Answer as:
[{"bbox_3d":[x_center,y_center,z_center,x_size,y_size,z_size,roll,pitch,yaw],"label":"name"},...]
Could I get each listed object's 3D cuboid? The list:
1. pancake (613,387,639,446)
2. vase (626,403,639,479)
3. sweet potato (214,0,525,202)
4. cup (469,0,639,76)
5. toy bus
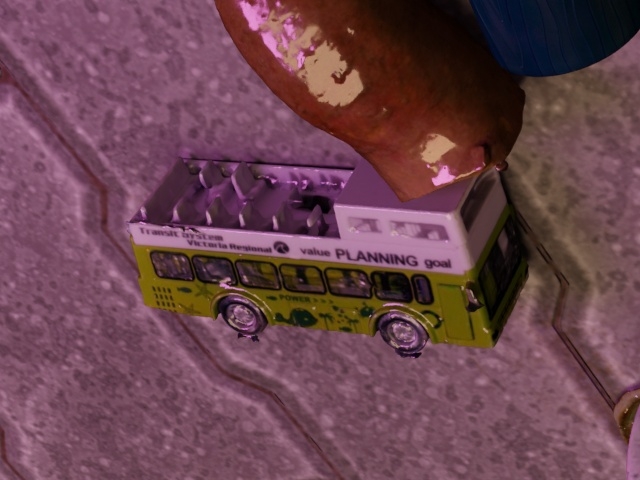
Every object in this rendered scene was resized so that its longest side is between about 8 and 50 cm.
[{"bbox_3d":[0.287,0.151,1.476,0.108,0.017,0.108,14,132,16],"label":"pancake"},{"bbox_3d":[0.410,0.107,1.223,0.250,0.250,0.445,42,141,-15],"label":"vase"},{"bbox_3d":[-0.007,-0.159,1.241,0.336,0.131,0.131,41,136,-15],"label":"sweet potato"},{"bbox_3d":[0.134,-0.196,1.168,0.113,0.150,0.138,-25,125,2],"label":"cup"},{"bbox_3d":[0.000,0.000,1.411,0.301,0.113,0.139,4,129,25],"label":"toy bus"}]
